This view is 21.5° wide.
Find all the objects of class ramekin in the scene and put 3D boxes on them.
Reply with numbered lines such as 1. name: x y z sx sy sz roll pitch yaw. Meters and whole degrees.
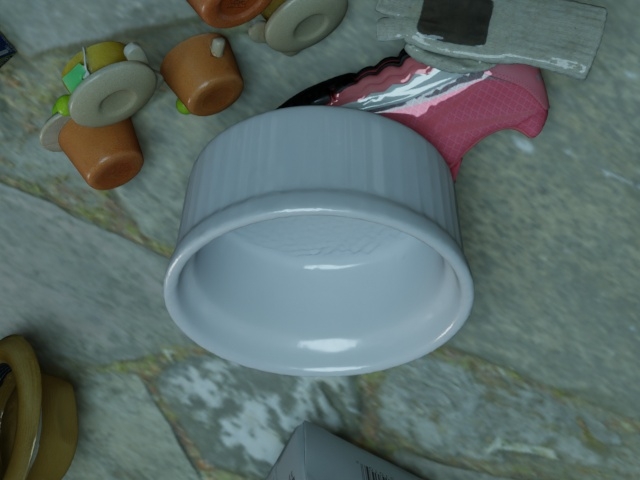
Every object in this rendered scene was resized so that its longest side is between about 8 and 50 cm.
1. ramekin: 0.000 0.000 1.531 0.277 0.135 0.277 1 146 1

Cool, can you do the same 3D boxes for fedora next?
1. fedora: -0.296 0.192 1.687 0.079 0.194 0.194 8 107 -33

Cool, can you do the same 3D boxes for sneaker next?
1. sneaker: 0.068 -0.099 1.572 0.314 0.116 0.136 -22 101 12

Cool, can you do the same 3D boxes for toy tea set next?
1. toy tea set: -0.148 -0.192 1.565 0.336 0.200 0.124 -36 65 14

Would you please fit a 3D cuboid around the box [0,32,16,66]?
1. box: -0.375 -0.226 1.627 0.054 0.059 0.169 -40 95 16

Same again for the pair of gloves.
1. pair of gloves: 0.159 -0.253 1.509 0.204 0.042 0.240 7 68 8

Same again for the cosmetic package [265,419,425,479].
1. cosmetic package: -0.015 0.404 1.662 0.217 0.156 0.385 28 106 -12
